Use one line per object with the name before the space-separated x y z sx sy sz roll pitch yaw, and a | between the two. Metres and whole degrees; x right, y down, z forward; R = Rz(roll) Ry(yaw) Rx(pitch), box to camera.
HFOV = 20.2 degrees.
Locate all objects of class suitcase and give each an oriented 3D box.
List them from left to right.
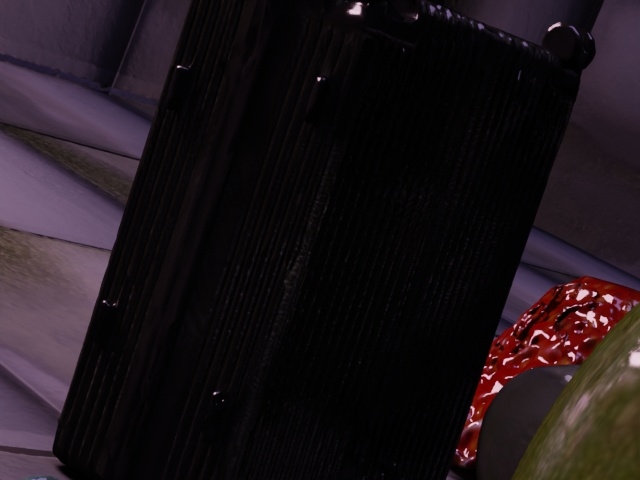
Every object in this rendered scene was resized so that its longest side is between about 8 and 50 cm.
suitcase | 0.000 0.000 1.040 0.152 0.335 0.230 23 7 38

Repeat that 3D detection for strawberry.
strawberry | 0.189 0.115 1.375 0.234 0.178 0.234 17 4 -1

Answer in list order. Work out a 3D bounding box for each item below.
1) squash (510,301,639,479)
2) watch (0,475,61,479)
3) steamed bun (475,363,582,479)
squash | 0.216 0.149 0.738 0.310 0.308 0.310 23 8 -3
watch | -0.154 0.144 0.677 0.195 0.068 0.237 24 12 29
steamed bun | 0.205 0.182 1.033 0.250 0.154 0.200 33 15 25
